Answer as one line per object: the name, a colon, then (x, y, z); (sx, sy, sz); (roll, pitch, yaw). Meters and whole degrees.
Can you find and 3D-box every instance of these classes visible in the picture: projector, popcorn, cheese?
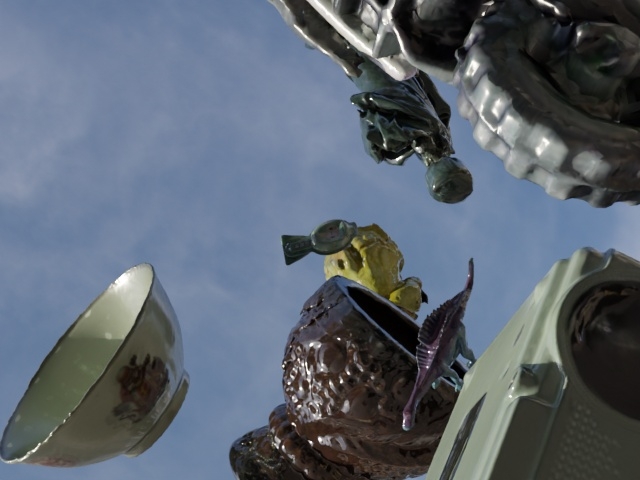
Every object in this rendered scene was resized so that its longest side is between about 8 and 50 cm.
projector: (0.101, 0.148, 0.435); (0.099, 0.192, 0.257); (27, -120, 6)
popcorn: (0.087, 0.079, 1.526); (0.173, 0.195, 0.168); (-11, -25, -39)
cheese: (0.000, 0.000, 1.308); (0.120, 0.067, 0.026); (-17, -40, 5)

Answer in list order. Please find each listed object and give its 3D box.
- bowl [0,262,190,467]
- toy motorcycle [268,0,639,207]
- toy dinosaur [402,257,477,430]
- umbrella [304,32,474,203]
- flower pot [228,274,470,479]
bowl: (-0.294, 0.210, 1.237); (0.157, 0.337, 0.337); (40, -98, -21)
toy motorcycle: (0.074, -0.156, 0.407); (0.188, 0.327, 0.143); (-23, -28, -30)
toy dinosaur: (0.128, 0.109, 0.875); (0.197, 0.045, 0.080); (-63, -38, -24)
umbrella: (0.086, -0.158, 1.000); (0.143, 0.349, 0.094); (-6, -45, -19)
flower pot: (0.037, 0.223, 1.069); (0.266, 0.266, 0.267); (32, -81, -35)
